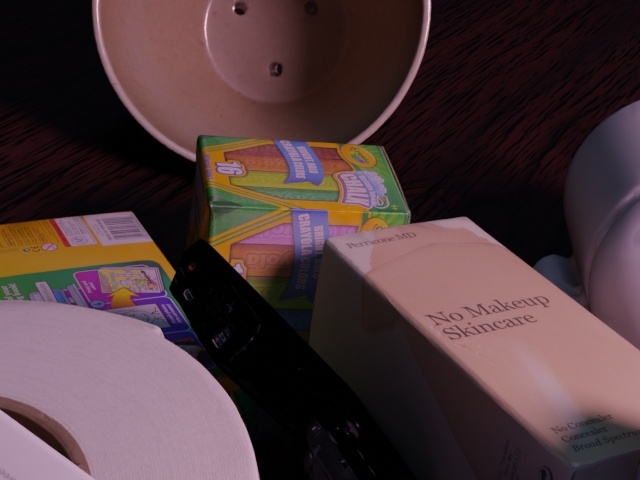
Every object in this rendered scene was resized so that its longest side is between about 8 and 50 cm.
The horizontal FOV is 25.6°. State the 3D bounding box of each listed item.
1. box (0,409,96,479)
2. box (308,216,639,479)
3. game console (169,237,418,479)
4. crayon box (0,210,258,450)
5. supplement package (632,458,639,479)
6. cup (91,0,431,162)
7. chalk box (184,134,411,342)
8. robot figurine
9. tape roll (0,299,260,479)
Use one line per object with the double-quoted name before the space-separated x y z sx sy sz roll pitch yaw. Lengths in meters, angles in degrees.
"box" -0.202 0.230 0.486 0.215 0.168 0.345 29 50 31
"box" 0.128 0.110 1.022 0.148 0.121 0.311 -10 32 -30
"game console" 0.027 0.148 0.863 0.044 0.213 0.361 -40 39 2
"crayon box" -0.175 0.080 1.046 0.165 0.081 0.278 -7 31 -25
"supplement package" 0.304 0.207 0.767 0.293 0.175 0.177 19 12 13
"cup" -0.055 -0.232 1.484 0.331 0.331 0.237 8 3 1
"chalk box" 0.000 0.000 1.189 0.213 0.132 0.132 1 28 -12
"robot figurine" 0.317 0.002 1.190 0.300 0.200 0.353 -30 21 17
"tape roll" -0.217 0.177 0.755 0.392 0.072 0.392 -5 37 4
